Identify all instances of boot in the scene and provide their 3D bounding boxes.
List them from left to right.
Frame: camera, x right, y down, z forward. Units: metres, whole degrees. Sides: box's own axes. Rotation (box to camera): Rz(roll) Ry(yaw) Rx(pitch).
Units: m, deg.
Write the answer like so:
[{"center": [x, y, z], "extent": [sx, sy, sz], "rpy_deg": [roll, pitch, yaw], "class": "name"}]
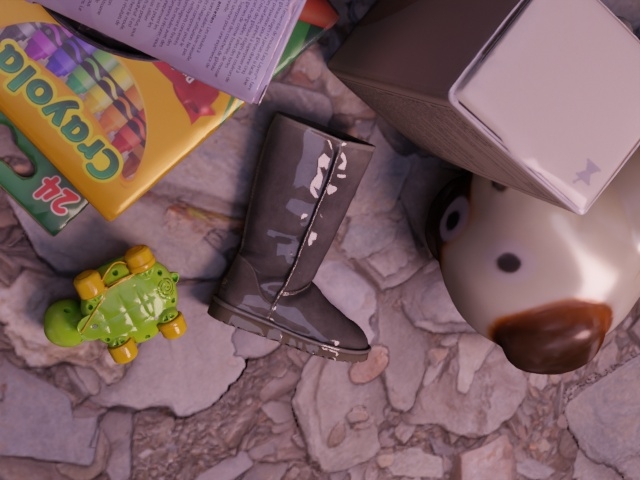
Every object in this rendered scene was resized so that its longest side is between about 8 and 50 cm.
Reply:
[{"center": [0.002, 0.001, 0.986], "extent": [0.189, 0.076, 0.209], "rpy_deg": [21, 92, -28], "class": "boot"}]

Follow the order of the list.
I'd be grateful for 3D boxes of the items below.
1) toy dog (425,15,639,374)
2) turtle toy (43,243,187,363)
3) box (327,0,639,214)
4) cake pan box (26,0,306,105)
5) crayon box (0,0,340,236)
[{"center": [0.301, -0.040, 1.000], "extent": [0.407, 0.285, 0.395], "rpy_deg": [-18, 148, -16], "class": "toy dog"}, {"center": [-0.188, 0.058, 0.926], "extent": [0.130, 0.066, 0.095], "rpy_deg": [-26, 113, -11], "class": "turtle toy"}, {"center": [0.131, -0.135, 0.843], "extent": [0.148, 0.311, 0.121], "rpy_deg": [38, 91, -21], "class": "box"}, {"center": [-0.106, -0.257, 0.733], "extent": [0.245, 0.070, 0.267], "rpy_deg": [23, 102, -7], "class": "cake pan box"}, {"center": [-0.166, -0.163, 0.855], "extent": [0.318, 0.081, 0.202], "rpy_deg": [-43, 117, -3], "class": "crayon box"}]
